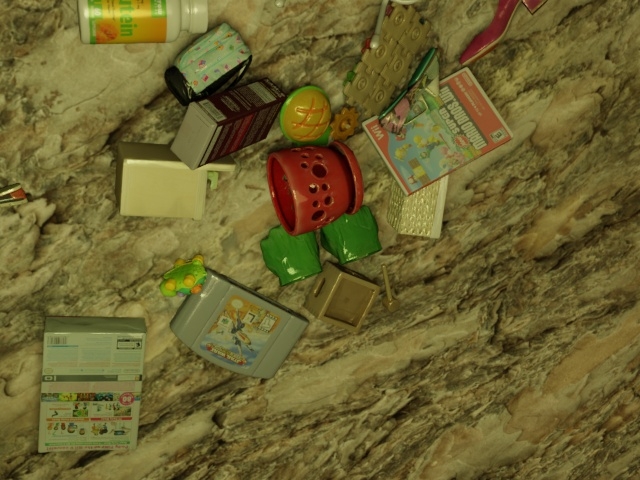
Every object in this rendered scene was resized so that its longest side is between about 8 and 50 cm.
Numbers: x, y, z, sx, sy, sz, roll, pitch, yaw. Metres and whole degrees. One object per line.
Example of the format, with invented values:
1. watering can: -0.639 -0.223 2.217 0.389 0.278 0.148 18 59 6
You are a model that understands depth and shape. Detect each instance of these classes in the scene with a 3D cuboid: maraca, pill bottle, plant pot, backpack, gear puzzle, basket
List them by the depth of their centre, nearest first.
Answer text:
1. pill bottle: -0.350 -0.457 1.673 0.246 0.136 0.136 -5 112 -16
2. backpack: -0.229 -0.361 1.751 0.182 0.152 0.115 -39 112 -7
3. plant pot: -0.009 -0.119 1.868 0.174 0.191 0.191 -15 114 -19
4. maraca: -0.028 -0.263 1.877 0.127 0.099 0.185 -32 141 -8
5. gear puzzle: 0.116 -0.367 1.886 0.175 0.044 0.339 20 102 -54
6. basket: 0.227 -0.098 2.009 0.103 0.113 0.167 0 109 -15

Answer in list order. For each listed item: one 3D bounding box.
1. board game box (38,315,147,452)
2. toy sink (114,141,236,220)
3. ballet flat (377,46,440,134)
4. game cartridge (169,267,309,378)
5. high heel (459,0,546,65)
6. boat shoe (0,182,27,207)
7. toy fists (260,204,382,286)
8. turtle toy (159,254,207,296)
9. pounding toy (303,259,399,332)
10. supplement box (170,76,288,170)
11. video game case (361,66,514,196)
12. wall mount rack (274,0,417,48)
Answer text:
1. board game box: -0.522 0.329 1.943 0.224 0.097 0.303 4 108 -18
2. toy sink: -0.310 -0.123 1.806 0.234 0.153 0.131 1 110 -19
3. ballet flat: 0.219 -0.330 1.923 0.079 0.077 0.221 38 84 -9
4. game cartridge: -0.196 0.211 2.027 0.297 0.062 0.198 29 95 -25
5. high heel: 0.390 -0.513 1.939 0.244 0.082 0.117 -41 85 16
6. boat shoe: -0.680 -0.077 1.765 0.137 0.049 0.043 -22 117 -14
7. toy fists: 0.000 0.000 1.966 0.279 0.096 0.142 -19 83 -9
8. turtle toy: -0.310 0.091 1.921 0.130 0.095 0.066 -13 125 23
9. pounding toy: 0.091 0.122 2.067 0.206 0.094 0.181 22 97 -33
10. supplement box: -0.185 -0.243 1.747 0.239 0.073 0.130 -31 161 -47
11. video game case: 0.266 -0.250 1.943 0.285 0.025 0.204 -29 75 -5
12. wall mount rack: 0.056 -0.549 1.710 0.350 0.130 0.304 22 85 -7
